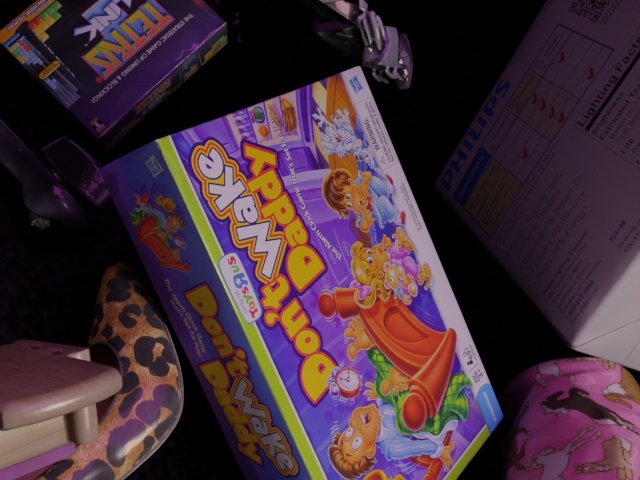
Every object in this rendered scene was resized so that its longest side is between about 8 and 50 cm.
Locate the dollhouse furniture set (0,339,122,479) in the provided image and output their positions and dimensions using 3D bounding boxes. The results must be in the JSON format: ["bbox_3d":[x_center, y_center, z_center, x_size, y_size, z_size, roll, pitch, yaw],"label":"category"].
[{"bbox_3d":[-0.174,0.222,0.249,0.286,0.198,0.303,-12,98,-45],"label":"dollhouse furniture set"}]

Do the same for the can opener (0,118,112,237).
[{"bbox_3d":[-0.258,-0.072,0.616,0.186,0.059,0.073,38,67,10],"label":"can opener"}]

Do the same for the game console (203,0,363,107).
[{"bbox_3d":[-0.110,-0.240,0.774,0.361,0.213,0.044,37,70,12],"label":"game console"}]

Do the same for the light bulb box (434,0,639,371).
[{"bbox_3d":[0.362,-0.094,0.802,0.225,0.358,0.361,20,22,-24],"label":"light bulb box"}]

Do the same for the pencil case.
[{"bbox_3d":[0.201,0.248,0.561,0.160,0.167,0.386,65,26,-15],"label":"pencil case"}]

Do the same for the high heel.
[{"bbox_3d":[-0.189,0.121,0.471,0.186,0.093,0.261,10,57,-35],"label":"high heel"}]

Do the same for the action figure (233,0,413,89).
[{"bbox_3d":[0.012,-0.249,0.889,0.185,0.099,0.285,11,11,32],"label":"action figure"}]

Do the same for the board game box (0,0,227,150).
[{"bbox_3d":[-0.199,-0.196,0.699,0.141,0.048,0.170,43,78,4],"label":"board game box"}]

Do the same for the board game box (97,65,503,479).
[{"bbox_3d":[0.007,0.057,0.581,0.233,0.078,0.347,-33,103,-45],"label":"board game box"}]
